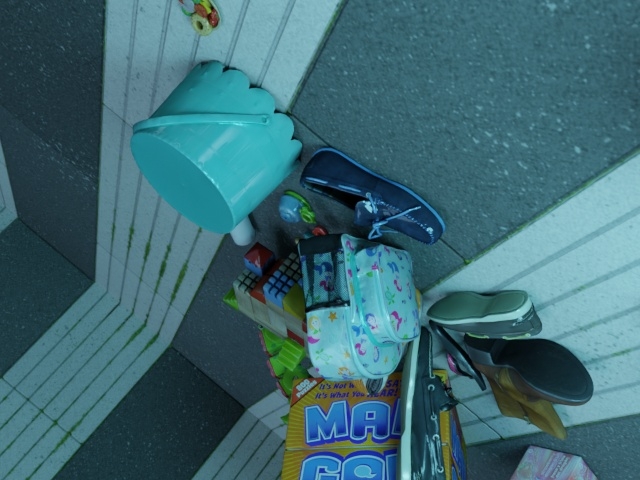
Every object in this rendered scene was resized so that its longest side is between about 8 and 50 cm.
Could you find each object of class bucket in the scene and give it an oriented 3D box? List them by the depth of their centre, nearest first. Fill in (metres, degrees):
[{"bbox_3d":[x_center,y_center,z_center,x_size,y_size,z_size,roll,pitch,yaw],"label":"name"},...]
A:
[{"bbox_3d":[-0.192,-0.159,1.389,0.281,0.183,0.281,32,154,18],"label":"bucket"}]

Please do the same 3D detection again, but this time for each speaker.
[{"bbox_3d":[-0.186,-0.050,1.714,0.055,0.055,0.136,23,150,32],"label":"speaker"}]

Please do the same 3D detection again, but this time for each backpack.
[{"bbox_3d":[0.068,0.121,1.373,0.191,0.253,0.225,-4,171,27],"label":"backpack"}]

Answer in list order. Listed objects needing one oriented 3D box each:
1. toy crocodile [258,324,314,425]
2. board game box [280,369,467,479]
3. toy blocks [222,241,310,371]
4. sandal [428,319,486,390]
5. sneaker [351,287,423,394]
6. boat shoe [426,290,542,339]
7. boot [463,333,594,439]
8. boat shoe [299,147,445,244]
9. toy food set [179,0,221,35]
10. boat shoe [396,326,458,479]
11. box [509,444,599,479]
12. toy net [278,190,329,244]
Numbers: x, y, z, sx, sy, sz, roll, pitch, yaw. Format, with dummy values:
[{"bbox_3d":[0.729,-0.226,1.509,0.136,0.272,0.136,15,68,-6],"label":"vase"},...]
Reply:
[{"bbox_3d":[-0.092,0.303,1.959,0.115,0.105,0.340,62,-175,-65],"label":"toy crocodile"},{"bbox_3d":[0.135,0.543,1.744,0.356,0.356,0.356,-6,139,14],"label":"board game box"},{"bbox_3d":[-0.046,0.136,1.658,0.381,0.191,0.261,32,155,18],"label":"toy blocks"},{"bbox_3d":[0.265,0.231,1.544,0.179,0.040,0.067,49,-168,-7],"label":"sandal"},{"bbox_3d":[0.142,0.186,1.576,0.099,0.121,0.262,34,122,15],"label":"sneaker"},{"bbox_3d":[0.279,0.136,1.348,0.228,0.081,0.068,-7,124,54],"label":"boat shoe"},{"bbox_3d":[0.402,0.295,1.427,0.264,0.096,0.280,13,145,43],"label":"boot"},{"bbox_3d":[0.081,-0.054,1.299,0.258,0.089,0.109,29,153,22],"label":"boat shoe"},{"bbox_3d":[-0.193,-0.368,1.240,0.082,0.020,0.083,51,153,-22],"label":"toy food set"},{"bbox_3d":[0.218,0.337,1.545,0.113,0.340,0.127,6,153,1],"label":"boat shoe"},{"bbox_3d":[0.453,0.599,1.613,0.154,0.300,0.142,50,153,-22],"label":"box"},{"bbox_3d":[0.000,0.000,1.559,0.122,0.045,0.232,9,143,45],"label":"toy net"}]
